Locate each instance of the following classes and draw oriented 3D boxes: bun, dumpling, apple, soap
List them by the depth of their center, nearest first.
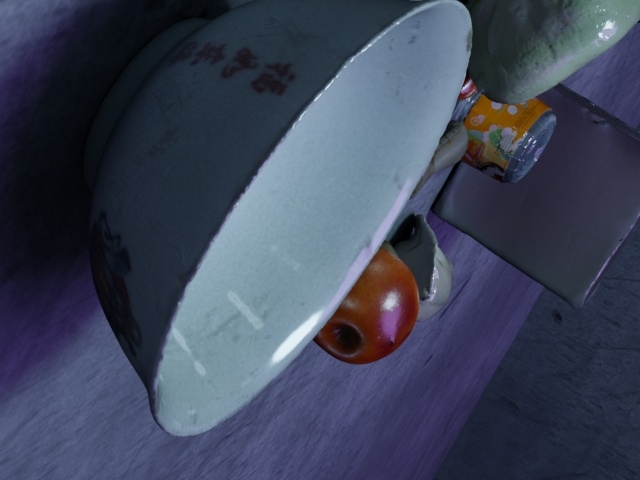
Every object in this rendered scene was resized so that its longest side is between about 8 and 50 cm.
[{"bbox_3d":[0.283,-0.306,1.923,0.283,0.179,0.283,-37,-171,7],"label":"bun"},{"bbox_3d":[0.053,0.089,2.057,0.139,0.163,0.163,-53,166,-35],"label":"apple"},{"bbox_3d":[0.148,0.046,2.371,0.216,0.126,0.167,41,57,-66],"label":"dumpling"},{"bbox_3d":[0.367,-0.086,2.395,0.285,0.296,0.107,-59,165,17],"label":"soap"}]

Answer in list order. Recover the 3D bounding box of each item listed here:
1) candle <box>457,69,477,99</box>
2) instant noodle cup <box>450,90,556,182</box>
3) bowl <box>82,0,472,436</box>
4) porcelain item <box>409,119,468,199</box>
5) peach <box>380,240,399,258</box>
[{"bbox_3d":[0.279,-0.313,2.126,0.329,0.048,0.051,-50,150,-18],"label":"candle"},{"bbox_3d":[0.268,-0.164,2.246,0.208,0.125,0.177,-58,165,8],"label":"instant noodle cup"},{"bbox_3d":[-0.072,-0.064,1.287,0.435,0.196,0.435,-51,164,-20],"label":"bowl"},{"bbox_3d":[0.135,-0.100,2.109,0.213,0.054,0.084,-38,154,-50],"label":"porcelain item"},{"bbox_3d":[0.074,0.036,2.165,0.083,0.083,0.083,-50,164,-20],"label":"peach"}]
